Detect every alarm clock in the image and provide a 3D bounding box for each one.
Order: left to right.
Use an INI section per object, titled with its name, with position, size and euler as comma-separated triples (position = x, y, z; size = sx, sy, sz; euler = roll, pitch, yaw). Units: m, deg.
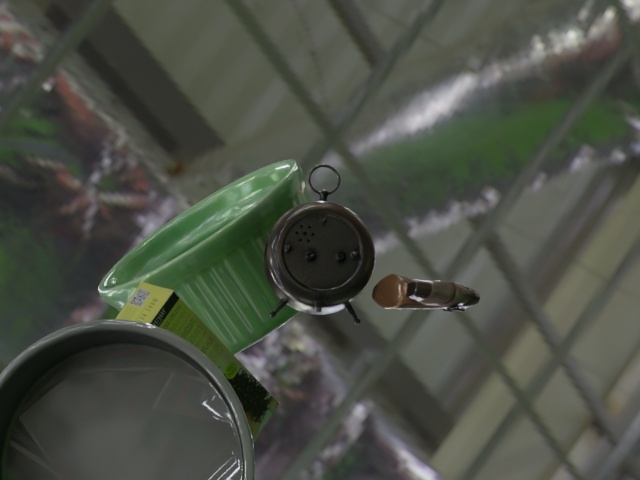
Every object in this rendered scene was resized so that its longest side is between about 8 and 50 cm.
[alarm clock]
position = 0.000, 0.000, 2.168
size = 0.064, 0.129, 0.192
euler = 109, 164, -72

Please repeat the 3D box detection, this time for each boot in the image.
[boot]
position = 0.125, 0.066, 2.121
size = 0.087, 0.118, 0.042
euler = 11, -97, -28

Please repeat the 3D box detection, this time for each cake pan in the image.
[cake pan]
position = -0.202, 0.225, 1.801
size = 0.293, 0.293, 0.054
euler = -56, -13, 0

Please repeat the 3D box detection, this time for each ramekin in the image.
[ramekin]
position = -0.120, 0.039, 2.355
size = 0.303, 0.303, 0.148
euler = -38, -77, -26

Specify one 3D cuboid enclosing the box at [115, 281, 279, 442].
[box]
position = -0.143, 0.149, 2.063
size = 0.087, 0.058, 0.232
euler = -57, -48, -18
